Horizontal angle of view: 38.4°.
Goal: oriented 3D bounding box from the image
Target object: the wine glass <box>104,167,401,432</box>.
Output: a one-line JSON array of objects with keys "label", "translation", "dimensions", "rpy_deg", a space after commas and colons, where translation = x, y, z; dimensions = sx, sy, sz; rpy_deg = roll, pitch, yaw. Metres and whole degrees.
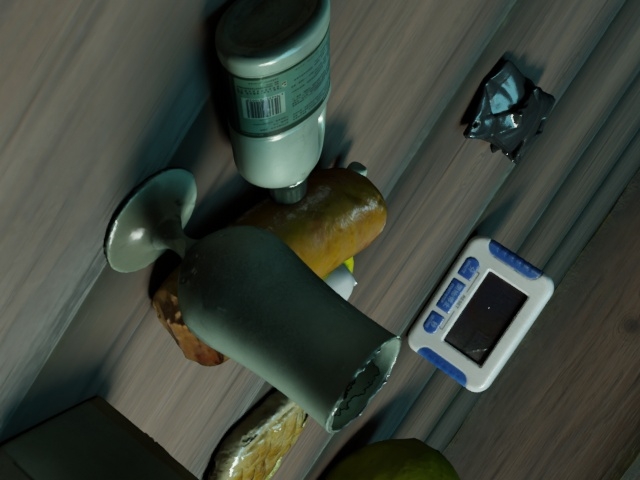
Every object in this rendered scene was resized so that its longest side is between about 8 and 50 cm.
[{"label": "wine glass", "translation": [-0.052, 0.045, 0.710], "dimensions": [0.103, 0.231, 0.103], "rpy_deg": [-44, 156, -26]}]

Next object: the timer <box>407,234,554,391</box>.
[{"label": "timer", "translation": [0.293, 0.133, 1.683], "dimensions": [0.253, 0.178, 0.078], "rpy_deg": [-57, 164, 8]}]

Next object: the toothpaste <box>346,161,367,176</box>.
[{"label": "toothpaste", "translation": [0.000, 0.000, 1.036], "dimensions": [0.062, 0.037, 0.216], "rpy_deg": [-23, 148, -50]}]

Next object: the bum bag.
[{"label": "bum bag", "translation": [0.278, -0.179, 1.328], "dimensions": [0.123, 0.060, 0.248], "rpy_deg": [-59, 159, 13]}]

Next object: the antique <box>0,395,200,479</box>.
[{"label": "antique", "translation": [-0.201, 0.249, 0.819], "dimensions": [0.148, 0.152, 0.147], "rpy_deg": [-25, 145, -57]}]

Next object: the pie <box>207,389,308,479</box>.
[{"label": "pie", "translation": [-0.087, 0.293, 1.288], "dimensions": [0.195, 0.046, 0.195], "rpy_deg": [-44, 155, -26]}]

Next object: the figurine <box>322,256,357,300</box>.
[{"label": "figurine", "translation": [-0.017, 0.069, 0.992], "dimensions": [0.178, 0.109, 0.130], "rpy_deg": [4, 101, -52]}]

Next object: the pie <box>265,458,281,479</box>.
[{"label": "pie", "translation": [-0.087, 0.354, 1.417], "dimensions": [0.084, 0.021, 0.084], "rpy_deg": [-48, 158, -27]}]

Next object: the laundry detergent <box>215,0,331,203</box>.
[{"label": "laundry detergent", "translation": [-0.032, -0.104, 0.751], "dimensions": [0.099, 0.070, 0.226], "rpy_deg": [-52, 160, -25]}]

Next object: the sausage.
[{"label": "sausage", "translation": [-0.038, 0.008, 0.876], "dimensions": [0.270, 0.109, 0.109], "rpy_deg": [-37, 153, -38]}]

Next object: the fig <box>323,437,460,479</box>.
[{"label": "fig", "translation": [0.140, 0.554, 1.840], "dimensions": [0.343, 0.343, 0.343], "rpy_deg": [-45, 158, -24]}]
